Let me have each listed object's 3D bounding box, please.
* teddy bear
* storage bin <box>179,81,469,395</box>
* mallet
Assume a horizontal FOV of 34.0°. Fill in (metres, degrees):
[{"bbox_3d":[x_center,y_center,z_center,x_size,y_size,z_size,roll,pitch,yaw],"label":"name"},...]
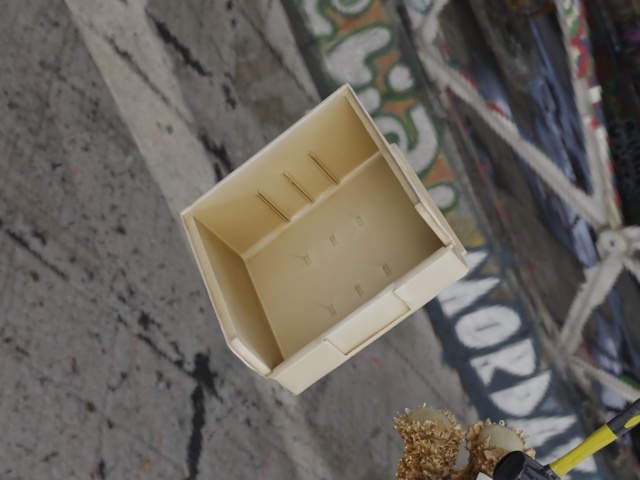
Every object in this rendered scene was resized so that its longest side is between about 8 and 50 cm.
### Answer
[{"bbox_3d":[0.148,0.344,1.194,0.245,0.113,0.337,4,56,-16],"label":"teddy bear"},{"bbox_3d":[0.000,0.000,1.211,0.123,0.262,0.260,45,13,-42],"label":"storage bin"},{"bbox_3d":[0.228,0.159,0.822,0.062,0.190,0.039,51,15,-22],"label":"mallet"}]
